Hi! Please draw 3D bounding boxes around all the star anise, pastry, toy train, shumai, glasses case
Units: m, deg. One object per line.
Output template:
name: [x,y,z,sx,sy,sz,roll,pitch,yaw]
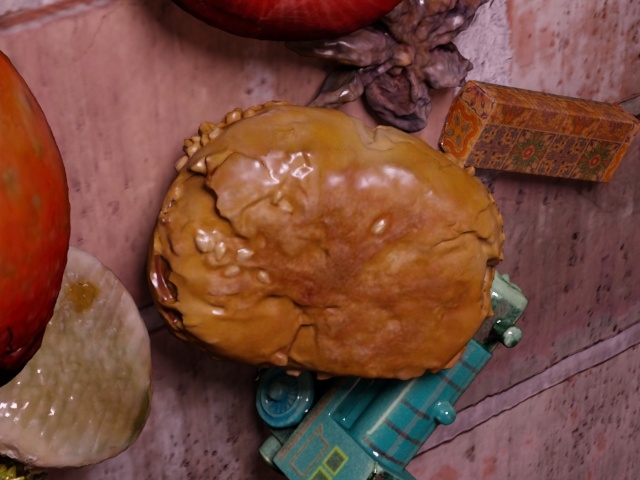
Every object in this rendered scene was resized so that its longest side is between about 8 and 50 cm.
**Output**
star anise: [0.074,-0.187,1.334,0.212,0.073,0.197,10,115,-45]
pastry: [0.000,0.000,1.330,0.311,0.162,0.255,15,121,-23]
toy train: [0.071,0.128,1.469,0.298,0.194,0.120,-52,136,3]
shumai: [-0.235,0.098,1.263,0.201,0.201,0.120,1,160,-39]
glasses case: [0.217,-0.107,1.521,0.218,0.049,0.075,4,123,-40]

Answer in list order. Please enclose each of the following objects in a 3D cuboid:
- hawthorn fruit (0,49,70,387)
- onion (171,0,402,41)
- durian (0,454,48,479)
hawthorn fruit: [-0.304,-0.015,1.008,0.316,0.316,0.316,-21,130,-26]
onion: [-0.030,-0.246,1.125,0.248,0.161,0.248,7,142,5]
durian: [-0.311,0.250,1.265,0.200,0.176,0.237,-18,126,-13]
